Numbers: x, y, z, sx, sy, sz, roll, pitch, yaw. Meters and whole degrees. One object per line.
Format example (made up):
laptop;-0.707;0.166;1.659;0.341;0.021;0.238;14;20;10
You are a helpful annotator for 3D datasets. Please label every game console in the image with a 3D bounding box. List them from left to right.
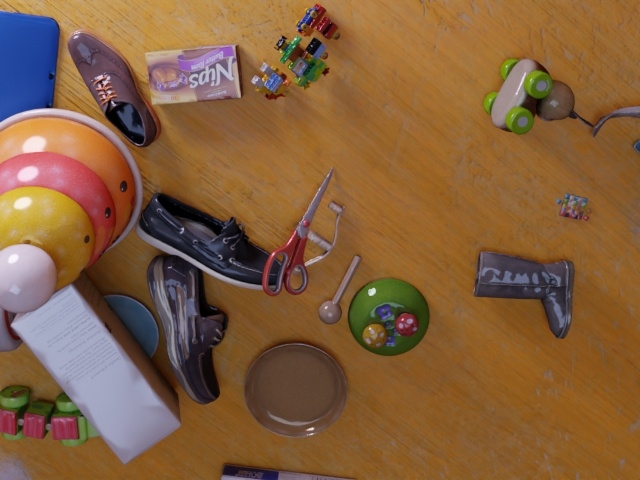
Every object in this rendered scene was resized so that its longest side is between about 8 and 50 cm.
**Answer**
game console;-0.701;-0.340;1.880;0.250;0.173;0.293;20;109;27

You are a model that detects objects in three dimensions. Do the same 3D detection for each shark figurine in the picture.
shark figurine;0.696;-0.216;1.835;0.278;0.116;0.166;31;103;-10

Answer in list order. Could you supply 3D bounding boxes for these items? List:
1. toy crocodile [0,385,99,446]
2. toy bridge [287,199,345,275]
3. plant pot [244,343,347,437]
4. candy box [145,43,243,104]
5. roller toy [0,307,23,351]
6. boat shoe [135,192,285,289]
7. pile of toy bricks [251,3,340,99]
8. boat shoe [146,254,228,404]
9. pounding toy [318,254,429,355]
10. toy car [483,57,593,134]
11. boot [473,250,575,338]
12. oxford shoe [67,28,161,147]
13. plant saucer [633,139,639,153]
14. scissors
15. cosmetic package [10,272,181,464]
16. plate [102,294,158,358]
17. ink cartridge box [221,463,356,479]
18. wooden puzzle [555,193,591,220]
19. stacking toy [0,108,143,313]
toy crocodile;-0.634;0.410;2.071;0.340;0.105;0.115;5;108;-1
toy bridge;0.000;0.000;1.974;0.063;0.026;0.188;33;105;-11
plant pot;-0.056;0.339;2.078;0.236;0.032;0.236;0;108;0
candy box;-0.256;-0.339;1.859;0.186;0.053;0.109;-3;107;3
roller toy;-0.721;0.145;1.947;0.146;0.209;0.191;-3;78;2
boat shoe;-0.219;-0.006;1.925;0.340;0.127;0.113;26;118;3
pile of toy bricks;-0.027;-0.359;1.833;0.105;0.118;0.212;32;98;-42
boat shoe;-0.270;0.194;1.985;0.130;0.132;0.356;-14;108;5
pounding toy;0.129;0.171;1.982;0.236;0.110;0.183;32;105;-9
toy car;0.452;-0.268;1.828;0.188;0.155;0.149;20;107;-18
boot;0.440;0.119;1.980;0.208;0.076;0.190;1;93;-6
oxford shoe;-0.422;-0.309;1.846;0.097;0.098;0.271;-35;104;11
plant saucer;0.744;-0.155;1.919;0.067;0.018;0.192;-42;101;12
scissors;-0.046;-0.022;1.912;0.109;0.021;0.297;14;92;-30
cosmetic package;-0.467;0.259;1.929;0.156;0.217;0.385;-37;106;-3
plate;-0.457;0.207;2.048;0.188;0.024;0.188;0;107;0
ink cartridge box;-0.092;0.710;2.177;0.324;0.071;0.330;6;106;-2
wooden puzzle;0.545;-0.072;1.953;0.083;0.006;0.049;11;107;-3
stacking toy;-0.530;-0.009;1.719;0.350;0.480;0.351;-2;121;-4
